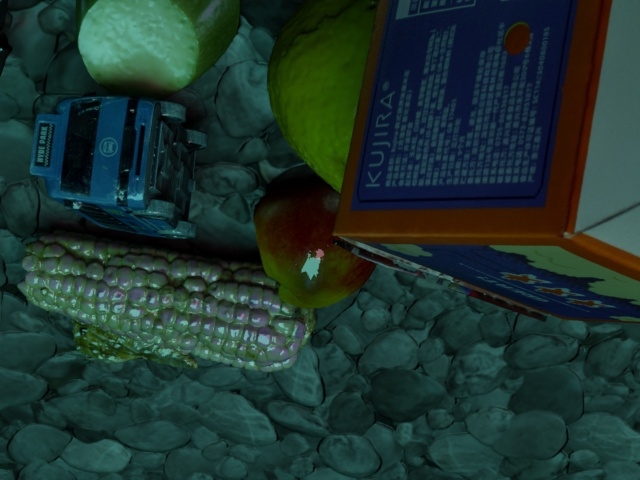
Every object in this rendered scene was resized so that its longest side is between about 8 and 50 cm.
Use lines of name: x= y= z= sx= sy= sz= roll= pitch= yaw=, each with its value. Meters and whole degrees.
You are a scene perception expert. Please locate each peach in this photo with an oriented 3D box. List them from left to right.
peach: x=0.004 y=0.001 z=1.524 sx=0.118 sy=0.151 sz=0.151 roll=-26 pitch=123 yaw=36

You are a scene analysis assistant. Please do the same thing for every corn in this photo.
corn: x=-0.170 y=0.068 z=1.583 sx=0.335 sy=0.126 sz=0.126 roll=10 pitch=127 yaw=-3

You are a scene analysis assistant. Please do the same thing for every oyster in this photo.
oyster: x=-0.231 y=0.120 z=1.684 sx=0.146 sy=0.045 sz=0.121 roll=39 pitch=134 yaw=-24

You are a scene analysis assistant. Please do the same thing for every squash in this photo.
squash: x=-0.165 y=-0.215 z=1.373 sx=0.170 sy=0.123 sz=0.170 roll=1 pitch=121 yaw=2

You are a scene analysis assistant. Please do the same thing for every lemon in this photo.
lemon: x=0.076 y=-0.141 z=1.341 sx=0.253 sy=0.228 sz=0.228 roll=42 pitch=120 yaw=-8

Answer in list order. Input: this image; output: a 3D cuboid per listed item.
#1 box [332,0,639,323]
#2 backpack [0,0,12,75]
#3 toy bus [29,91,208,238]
box: x=0.220 y=-0.126 z=1.151 sx=0.318 sy=0.348 sz=0.257 roll=18 pitch=168 yaw=-42
backpack: x=-0.395 y=-0.226 z=1.349 sx=0.206 sy=0.133 sz=0.258 roll=13 pitch=114 yaw=-27
toy bus: x=-0.193 y=-0.071 z=1.404 sx=0.134 sy=0.246 sz=0.113 roll=6 pitch=84 yaw=5
